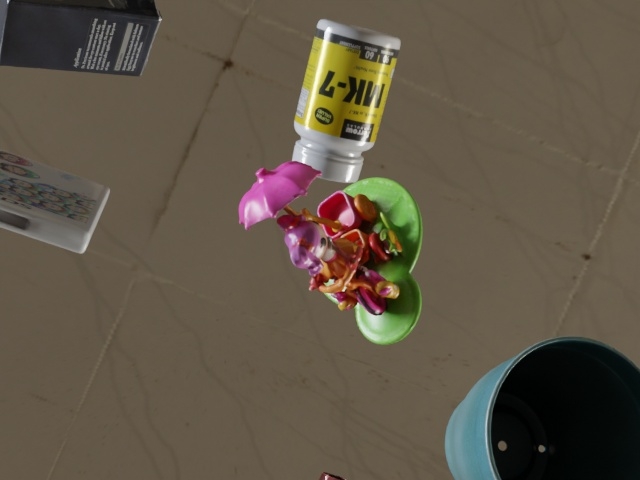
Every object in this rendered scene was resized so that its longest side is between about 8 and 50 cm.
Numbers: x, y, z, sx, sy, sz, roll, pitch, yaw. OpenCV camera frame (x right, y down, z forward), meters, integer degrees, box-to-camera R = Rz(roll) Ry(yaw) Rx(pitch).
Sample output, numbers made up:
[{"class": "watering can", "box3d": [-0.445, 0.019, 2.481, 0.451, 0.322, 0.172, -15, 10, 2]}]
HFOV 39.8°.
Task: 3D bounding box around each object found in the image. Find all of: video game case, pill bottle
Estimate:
[{"class": "video game case", "box3d": [-0.223, -0.040, 0.612, 0.143, 0.157, 0.019, 20, -80, -13]}, {"class": "pill bottle", "box3d": [0.031, -0.194, 1.238, 0.119, 0.119, 0.208, 12, -75, -5]}]

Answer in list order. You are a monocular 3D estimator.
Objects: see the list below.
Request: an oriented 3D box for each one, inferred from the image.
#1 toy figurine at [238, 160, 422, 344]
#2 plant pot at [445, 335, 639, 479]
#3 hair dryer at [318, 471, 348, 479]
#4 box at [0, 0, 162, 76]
[{"class": "toy figurine", "box3d": [0.000, 0.000, 0.779, 0.130, 0.159, 0.173, -35, -125, 27]}, {"class": "plant pot", "box3d": [0.306, 0.291, 1.265, 0.272, 0.255, 0.271, 4, -106, -15]}, {"class": "hair dryer", "box3d": [-0.001, 0.376, 0.917, 0.080, 0.223, 0.293, 24, -139, -14]}, {"class": "box", "box3d": [-0.274, -0.270, 0.965, 0.158, 0.093, 0.156, 0, -126, -29]}]
